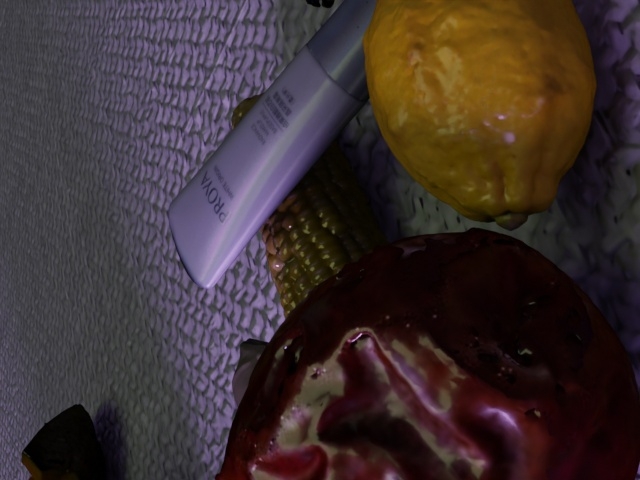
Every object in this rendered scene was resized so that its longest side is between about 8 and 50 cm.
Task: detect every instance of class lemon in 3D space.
[{"bbox_3d":[0.080,-0.080,0.516,0.114,0.114,0.155,-41,59,55],"label":"lemon"}]

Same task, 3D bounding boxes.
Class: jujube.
[{"bbox_3d":[0.048,0.106,0.511,0.243,0.183,0.183,-62,39,40],"label":"jujube"}]

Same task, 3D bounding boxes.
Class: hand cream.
[{"bbox_3d":[-0.012,-0.078,0.651,0.255,0.048,0.079,-47,43,17],"label":"hand cream"}]

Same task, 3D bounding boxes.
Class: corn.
[{"bbox_3d":[0.000,0.000,0.694,0.086,0.086,0.288,-64,36,39],"label":"corn"}]

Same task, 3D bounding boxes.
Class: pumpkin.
[{"bbox_3d":[-0.296,0.307,1.257,0.130,0.149,0.254,37,135,8],"label":"pumpkin"}]

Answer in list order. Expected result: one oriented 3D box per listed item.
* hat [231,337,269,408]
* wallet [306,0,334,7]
[{"bbox_3d":[-0.014,0.159,0.715,0.147,0.085,0.175,11,98,60],"label":"hat"},{"bbox_3d":[0.036,-0.268,0.673,0.230,0.042,0.124,-45,48,52],"label":"wallet"}]
